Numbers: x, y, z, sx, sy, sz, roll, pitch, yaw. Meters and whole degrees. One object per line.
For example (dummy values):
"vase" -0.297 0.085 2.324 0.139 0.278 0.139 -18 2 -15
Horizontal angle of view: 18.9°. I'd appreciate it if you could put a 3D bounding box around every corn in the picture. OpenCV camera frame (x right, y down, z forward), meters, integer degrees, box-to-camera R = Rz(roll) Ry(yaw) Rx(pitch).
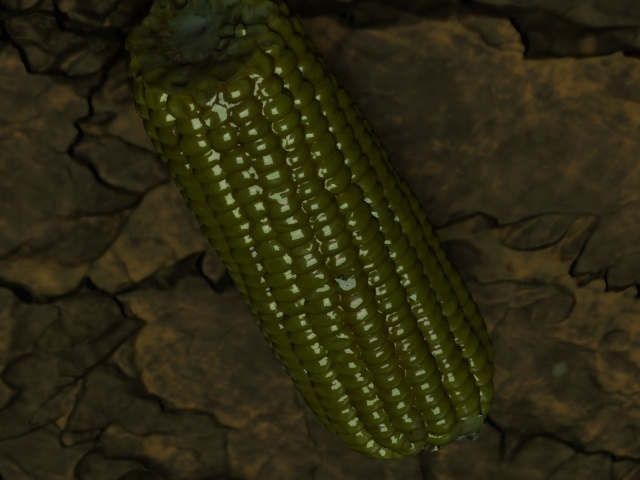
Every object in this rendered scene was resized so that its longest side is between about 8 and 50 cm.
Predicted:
"corn" 0.000 0.000 1.269 0.144 0.144 0.387 -29 125 7
